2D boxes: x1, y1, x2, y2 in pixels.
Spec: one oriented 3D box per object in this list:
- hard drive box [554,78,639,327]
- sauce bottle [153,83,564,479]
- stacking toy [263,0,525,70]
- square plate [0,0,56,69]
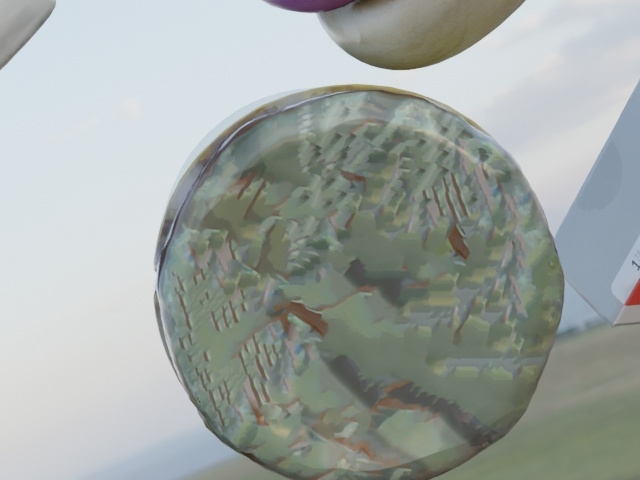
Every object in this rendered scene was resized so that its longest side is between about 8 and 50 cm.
[{"bbox_3d":[0.307,-0.036,1.429,0.232,0.089,0.181,-3,-51,-39],"label":"hard drive box"},{"bbox_3d":[0.000,0.000,0.644,0.111,0.111,0.344,-22,7,-1],"label":"sauce bottle"},{"bbox_3d":[-0.079,-0.169,0.507,0.330,0.141,0.141,23,-28,-26],"label":"stacking toy"},{"bbox_3d":[-0.391,-0.138,1.133,0.347,0.344,0.049,-53,-1,-27],"label":"square plate"}]
